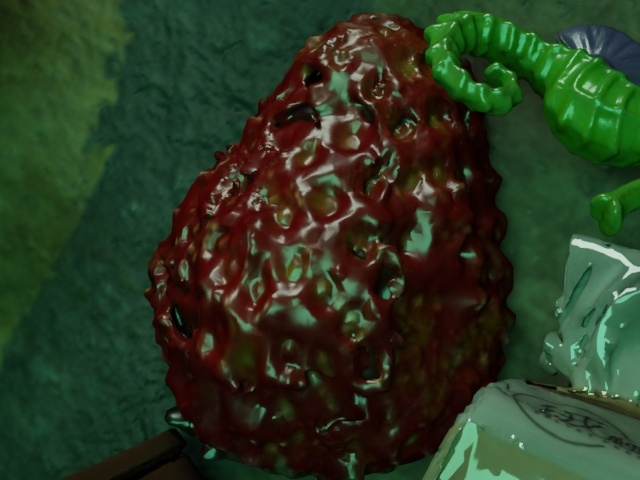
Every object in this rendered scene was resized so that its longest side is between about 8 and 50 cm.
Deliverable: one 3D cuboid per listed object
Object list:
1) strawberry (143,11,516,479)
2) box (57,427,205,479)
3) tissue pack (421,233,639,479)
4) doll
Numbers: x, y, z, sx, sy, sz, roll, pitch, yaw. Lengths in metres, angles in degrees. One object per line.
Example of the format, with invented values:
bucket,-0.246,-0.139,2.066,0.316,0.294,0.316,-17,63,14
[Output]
strawberry,0.000,0.000,0.701,0.190,0.111,0.237,14,91,18
box,-0.155,0.285,0.670,0.339,0.239,0.229,-39,81,11
tissue pack,0.194,0.144,0.589,0.305,0.238,0.239,24,94,16
doll,0.133,-0.053,0.668,0.190,0.115,0.050,33,133,13
